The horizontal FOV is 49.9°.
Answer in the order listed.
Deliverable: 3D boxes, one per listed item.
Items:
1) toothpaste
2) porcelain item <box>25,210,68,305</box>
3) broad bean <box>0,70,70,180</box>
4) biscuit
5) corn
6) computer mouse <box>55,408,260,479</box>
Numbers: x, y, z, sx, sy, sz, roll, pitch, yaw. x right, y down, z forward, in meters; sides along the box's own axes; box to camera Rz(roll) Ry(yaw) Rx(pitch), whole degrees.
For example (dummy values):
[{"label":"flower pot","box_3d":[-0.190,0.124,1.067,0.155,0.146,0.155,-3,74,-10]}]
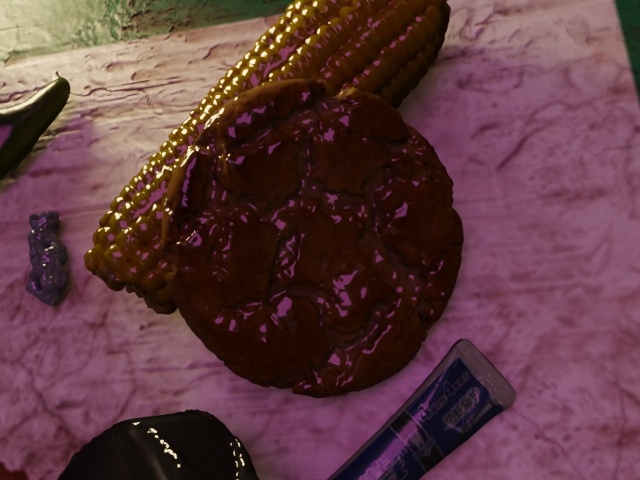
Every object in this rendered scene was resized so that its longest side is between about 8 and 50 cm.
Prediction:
[{"label":"toothpaste","box_3d":[0.046,0.150,0.468,0.197,0.035,0.057,-41,81,-7]},{"label":"porcelain item","box_3d":[-0.234,0.016,0.591,0.036,0.028,0.083,-22,65,22]},{"label":"broad bean","box_3d":[-0.333,-0.043,0.629,0.060,0.043,0.297,32,79,11]},{"label":"biscuit","box_3d":[0.000,0.000,0.474,0.226,0.042,0.225,-1,93,-13]},{"label":"corn","box_3d":[-0.032,-0.093,0.538,0.120,0.120,0.363,41,80,24]},{"label":"computer mouse","box_3d":[-0.136,0.240,0.437,0.295,0.087,0.168,-50,42,5]}]
